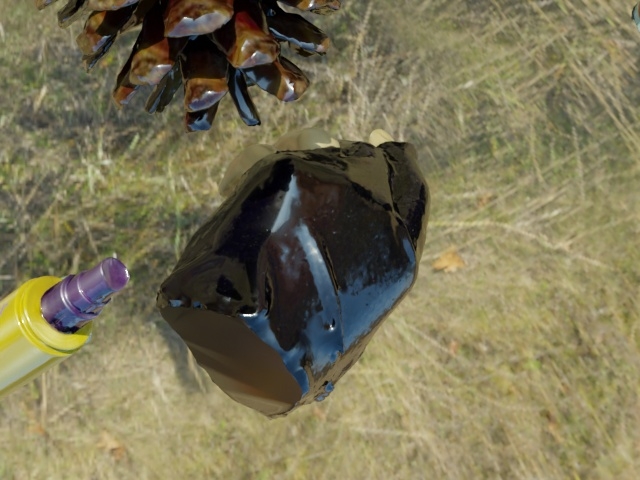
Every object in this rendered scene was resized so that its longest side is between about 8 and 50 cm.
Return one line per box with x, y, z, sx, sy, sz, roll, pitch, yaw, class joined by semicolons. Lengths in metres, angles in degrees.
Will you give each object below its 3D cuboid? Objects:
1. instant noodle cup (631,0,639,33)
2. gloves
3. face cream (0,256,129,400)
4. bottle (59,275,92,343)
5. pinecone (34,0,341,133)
0.497;-0.277;0.910;0.294;0.293;0.308;5;149;-23;instant noodle cup
0.004;0.002;0.716;0.152;0.301;0.197;-19;121;23;gloves
-0.270;0.087;0.846;0.273;0.078;0.078;-31;135;31;face cream
-0.291;0.083;1.089;0.030;0.083;0.030;-20;151;-12;bottle
-0.068;-0.159;0.527;0.208;0.207;0.207;-10;133;-10;pinecone
